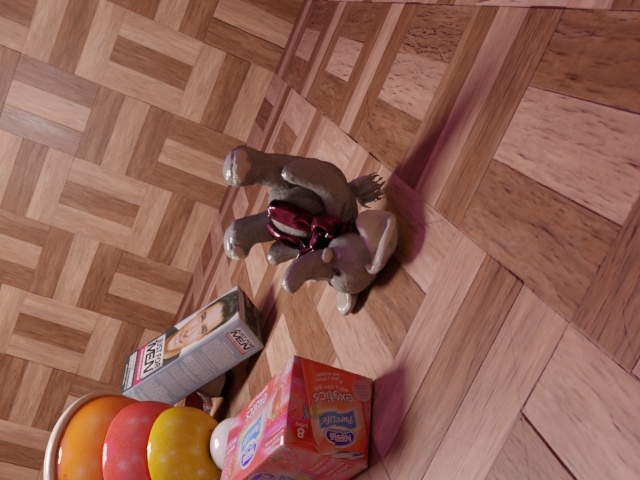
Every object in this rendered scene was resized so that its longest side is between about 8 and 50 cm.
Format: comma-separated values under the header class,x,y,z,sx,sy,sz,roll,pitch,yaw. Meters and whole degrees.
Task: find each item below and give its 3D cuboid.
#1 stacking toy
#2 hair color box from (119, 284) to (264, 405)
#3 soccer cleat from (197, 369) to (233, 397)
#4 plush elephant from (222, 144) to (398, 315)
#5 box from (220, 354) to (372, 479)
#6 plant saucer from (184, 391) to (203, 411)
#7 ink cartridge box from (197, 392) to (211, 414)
class,x,y,z,sx,sy,sz,roll,pitch,yaw
stacking toy,-0.317,0.478,1.612,0.479,0.350,0.351,-14,48,26
hair color box,-0.333,0.291,1.927,0.374,0.114,0.185,-33,25,7
soccer cleat,-0.341,0.352,2.141,0.116,0.143,0.331,-68,17,2
plush elephant,0.000,0.000,1.308,0.272,0.329,0.255,109,147,-48
box,-0.047,0.331,1.210,0.300,0.142,0.154,129,155,-48
plant saucer,-0.351,0.564,1.982,0.258,0.047,0.259,-87,5,-46
ink cartridge box,-0.351,0.481,2.163,0.115,0.062,0.029,-138,67,-72
